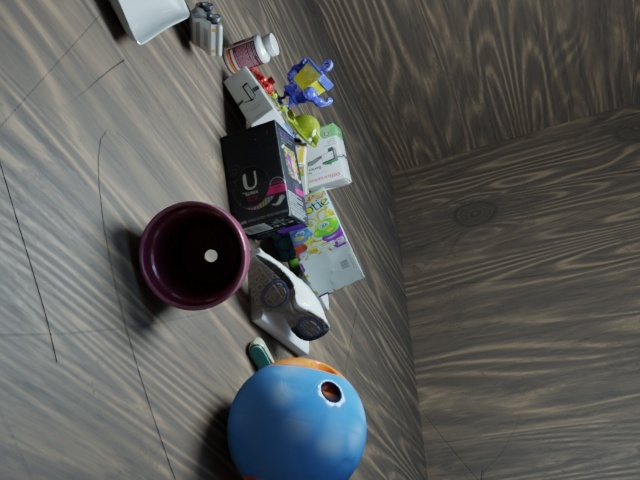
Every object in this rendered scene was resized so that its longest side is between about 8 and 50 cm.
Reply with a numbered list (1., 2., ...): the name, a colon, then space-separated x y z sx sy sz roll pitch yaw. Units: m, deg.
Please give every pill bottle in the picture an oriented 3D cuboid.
1. pill bottle: -0.204 -0.558 1.847 0.086 0.152 0.086 -15 90 -74

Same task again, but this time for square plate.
1. square plate: -0.425 -0.621 1.355 0.347 0.049 0.344 -75 147 -59

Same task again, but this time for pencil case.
1. pencil case: -0.116 -0.011 1.816 0.070 0.064 0.152 31 -32 57

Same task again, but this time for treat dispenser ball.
1. treat dispenser ball: -0.049 0.389 1.287 0.288 0.288 0.288 -15 90 -74

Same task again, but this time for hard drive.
1. hard drive: -0.111 0.177 1.713 0.307 0.040 0.203 50 29 -55

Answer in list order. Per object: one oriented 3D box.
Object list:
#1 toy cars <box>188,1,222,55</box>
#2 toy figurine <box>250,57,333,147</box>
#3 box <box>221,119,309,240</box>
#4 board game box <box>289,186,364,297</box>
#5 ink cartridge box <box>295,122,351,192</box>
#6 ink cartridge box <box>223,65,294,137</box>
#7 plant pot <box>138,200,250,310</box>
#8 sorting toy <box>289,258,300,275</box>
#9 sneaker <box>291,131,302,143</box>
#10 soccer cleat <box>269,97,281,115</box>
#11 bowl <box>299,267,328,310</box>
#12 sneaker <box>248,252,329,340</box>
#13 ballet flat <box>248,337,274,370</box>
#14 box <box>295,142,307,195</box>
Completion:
1. toy cars: -0.328 -0.648 1.621 0.176 0.087 0.394 146 -65 -69
2. toy figurine: -0.047 -0.474 1.885 0.191 0.217 0.362 47 7 -50
3. box: -0.147 -0.157 1.660 0.143 0.165 0.270 31 46 -67
4. board game box: 0.000 0.000 1.726 0.275 0.142 0.144 -111 176 -52
5. ink cartridge box: 0.012 -0.304 2.331 0.092 0.160 0.219 22 55 -69
6. ink cartridge box: -0.177 -0.377 1.784 0.203 0.086 0.148 58 5 31
7. plant pot: -0.231 0.027 1.212 0.180 0.201 0.201 -41 116 -89
8. sorting toy: -0.022 0.054 1.969 0.127 0.126 0.365 -85 156 -49
9. sneaker: -0.091 -0.315 2.149 0.170 0.074 0.063 54 26 -51
10. soccer cleat: -0.156 -0.389 2.042 0.068 0.076 0.196 1 52 -32
11. bowl: -0.024 0.135 1.893 0.142 0.053 0.142 -94 164 -55
12. sneaker: -0.088 0.133 1.584 0.297 0.111 0.129 53 15 -33
13. ballet flat: -0.126 0.311 1.524 0.052 0.057 0.168 -88 159 -71
14. box: -0.090 -0.183 1.874 0.203 0.103 0.114 88 3 -46
